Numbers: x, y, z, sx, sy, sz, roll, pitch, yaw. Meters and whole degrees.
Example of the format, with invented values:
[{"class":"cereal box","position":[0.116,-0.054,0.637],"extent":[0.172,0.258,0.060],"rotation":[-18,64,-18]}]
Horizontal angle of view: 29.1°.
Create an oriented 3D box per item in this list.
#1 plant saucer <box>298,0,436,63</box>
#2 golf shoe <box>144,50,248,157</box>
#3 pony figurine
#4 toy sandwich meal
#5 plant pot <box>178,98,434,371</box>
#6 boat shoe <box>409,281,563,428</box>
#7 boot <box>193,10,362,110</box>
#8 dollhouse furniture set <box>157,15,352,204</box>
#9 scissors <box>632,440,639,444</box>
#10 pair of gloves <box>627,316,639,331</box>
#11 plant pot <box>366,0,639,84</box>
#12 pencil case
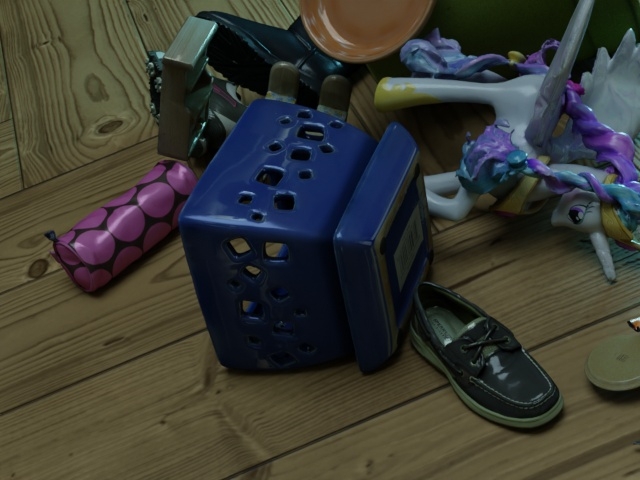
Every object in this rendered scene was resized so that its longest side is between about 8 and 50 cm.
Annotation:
[{"class":"plant saucer","position":[0.064,-0.321,1.564],"extent":[0.200,0.200,0.037],"rotation":[-3,-7,31]},{"class":"golf shoe","position":[-0.187,-0.210,1.864],"extent":[0.120,0.105,0.273],"rotation":[-14,37,-21]},{"class":"pony figurine","position":[0.250,-0.145,1.447],"extent":[0.363,0.303,0.351],"rotation":[12,78,32]},{"class":"toy sandwich meal","position":[0.305,0.127,1.224],"extent":[0.085,0.029,0.085],"rotation":[-15,34,11]},{"class":"plant pot","position":[0.000,0.000,1.371],"extent":[0.212,0.236,0.236],"rotation":[6,43,21]},{"class":"boat shoe","position":[0.160,0.113,1.270],"extent":[0.080,0.073,0.223],"rotation":[-31,37,-15]},{"class":"boot","position":[-0.046,-0.307,1.847],"extent":[0.246,0.094,0.207],"rotation":[31,52,6]},{"class":"dollhouse furniture set","position":[-0.082,-0.175,1.627],"extent":[0.242,0.161,0.212],"rotation":[14,42,5]},{"class":"scissors","position":[0.442,0.164,1.120],"extent":[0.297,0.021,0.109],"rotation":[0,42,27]},{"class":"pair of gloves","position":[0.358,0.094,1.235],"extent":[0.074,0.010,0.083],"rotation":[-9,30,-30]},{"class":"plant pot","position":[0.212,-0.359,1.680],"extent":[0.353,0.366,0.366],"rotation":[-24,34,15]},{"class":"pencil case","position":[-0.259,-0.025,1.644],"extent":[0.209,0.095,0.098],"rotation":[-38,25,-27]}]
